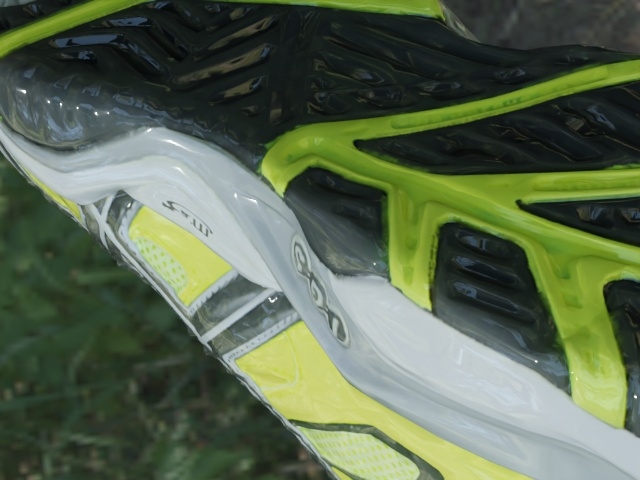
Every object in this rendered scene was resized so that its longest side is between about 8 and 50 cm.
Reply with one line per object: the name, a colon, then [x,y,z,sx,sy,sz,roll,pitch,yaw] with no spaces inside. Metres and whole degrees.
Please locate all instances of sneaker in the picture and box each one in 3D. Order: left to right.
sneaker: [0.000,0.000,0.558,0.385,0.145,0.147,39,147,46]
